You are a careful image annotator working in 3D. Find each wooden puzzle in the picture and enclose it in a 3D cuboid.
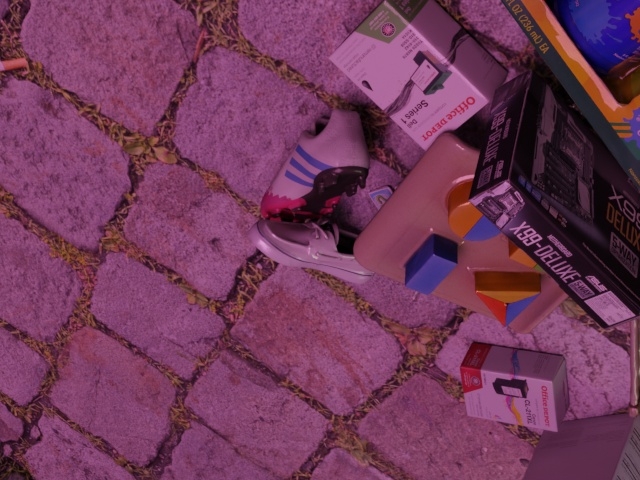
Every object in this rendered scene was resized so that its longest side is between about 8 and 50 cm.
[{"bbox_3d":[0.268,0.014,1.894,0.348,0.080,0.322,25,134,-13],"label":"wooden puzzle"}]

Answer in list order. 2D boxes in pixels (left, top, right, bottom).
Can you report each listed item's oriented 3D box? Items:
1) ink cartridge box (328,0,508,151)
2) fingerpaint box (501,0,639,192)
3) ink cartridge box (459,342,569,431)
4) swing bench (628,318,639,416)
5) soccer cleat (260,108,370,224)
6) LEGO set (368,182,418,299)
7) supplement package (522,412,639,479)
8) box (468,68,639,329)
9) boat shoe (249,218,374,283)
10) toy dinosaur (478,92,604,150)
[{"bbox_3d":[0.150,-0.265,1.793,0.219,0.092,0.160,43,136,-7],"label":"ink cartridge box"},{"bbox_3d":[0.438,-0.338,1.460,0.371,0.163,0.445,-33,95,44],"label":"fingerpaint box"},{"bbox_3d":[0.351,0.264,2.124,0.175,0.072,0.127,6,128,27],"label":"ink cartridge box"},{"bbox_3d":[0.612,0.160,1.799,0.255,0.165,0.253,16,128,35],"label":"swing bench"},{"bbox_3d":[-0.008,-0.123,2.012,0.116,0.143,0.331,4,164,-26],"label":"soccer cleat"},{"bbox_3d":[0.199,0.006,2.016,0.182,0.060,0.244,-14,118,42],"label":"LEGO set"},{"bbox_3d":[0.486,0.435,2.092,0.194,0.203,0.149,-17,115,40],"label":"supplement package"},{"bbox_3d":[0.353,-0.058,1.674,0.307,0.242,0.076,41,134,-22],"label":"box"},{"bbox_3d":[0.000,0.000,2.061,0.258,0.095,0.084,14,129,-32],"label":"boat shoe"},{"bbox_3d":[0.357,-0.170,1.777,0.268,0.064,0.118,-1,128,26],"label":"toy dinosaur"}]
